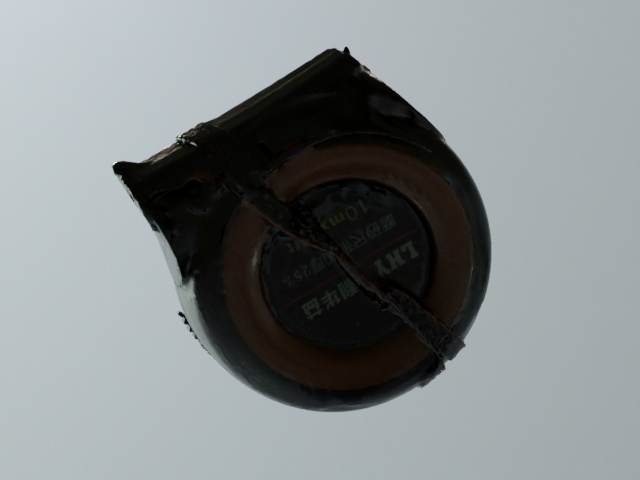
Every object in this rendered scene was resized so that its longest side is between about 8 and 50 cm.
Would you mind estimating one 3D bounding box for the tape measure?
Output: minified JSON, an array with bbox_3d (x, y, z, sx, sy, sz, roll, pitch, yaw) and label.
[{"bbox_3d":[0.000,0.000,1.105,0.202,0.223,0.135,-32,-163,-6],"label":"tape measure"}]
